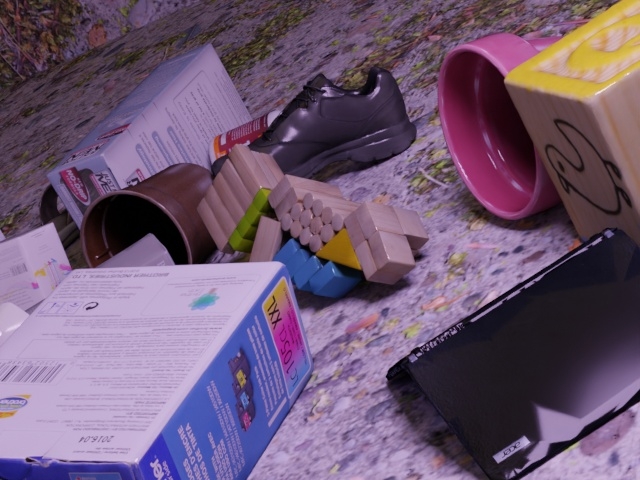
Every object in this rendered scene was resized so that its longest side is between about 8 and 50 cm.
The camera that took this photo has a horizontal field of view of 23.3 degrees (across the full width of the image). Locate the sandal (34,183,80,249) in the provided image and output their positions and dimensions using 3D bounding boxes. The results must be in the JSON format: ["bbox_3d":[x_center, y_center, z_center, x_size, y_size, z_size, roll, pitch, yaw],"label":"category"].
[{"bbox_3d":[-0.418,-0.055,2.537,0.120,0.086,0.303,-10,27,43],"label":"sandal"}]

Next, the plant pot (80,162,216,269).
[{"bbox_3d":[-0.208,-0.020,2.067,0.167,0.167,0.165,-17,16,31],"label":"plant pot"}]

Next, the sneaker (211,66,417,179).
[{"bbox_3d":[-0.017,-0.153,2.093,0.286,0.130,0.109,-20,23,-12],"label":"sneaker"}]

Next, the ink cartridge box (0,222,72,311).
[{"bbox_3d":[-0.405,0.063,2.164,0.092,0.143,0.090,-17,8,27],"label":"ink cartridge box"}]

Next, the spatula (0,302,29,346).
[{"bbox_3d":[-0.369,0.197,1.734,0.242,0.168,0.019,-53,-14,-19],"label":"spatula"}]

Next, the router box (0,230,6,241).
[{"bbox_3d":[-0.570,0.069,2.121,0.082,0.301,0.335,-13,26,40],"label":"router box"}]

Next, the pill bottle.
[{"bbox_3d":[-0.081,-0.139,2.281,0.152,0.086,0.086,-23,20,19],"label":"pill bottle"}]

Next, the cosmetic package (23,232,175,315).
[{"bbox_3d":[-0.262,0.110,1.856,0.238,0.127,0.107,-33,21,-5],"label":"cosmetic package"}]

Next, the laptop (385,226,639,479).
[{"bbox_3d":[0.199,0.105,1.394,0.234,0.137,0.264,-31,-6,-7],"label":"laptop"}]

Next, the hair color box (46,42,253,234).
[{"bbox_3d":[-0.235,-0.124,2.305,0.113,0.185,0.374,-17,23,31],"label":"hair color box"}]

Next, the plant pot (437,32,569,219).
[{"bbox_3d":[0.254,-0.142,1.694,0.180,0.201,0.201,-20,15,-22],"label":"plant pot"}]

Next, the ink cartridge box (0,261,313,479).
[{"bbox_3d":[-0.209,0.184,1.490,0.270,0.151,0.395,-3,28,27],"label":"ink cartridge box"}]

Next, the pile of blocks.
[{"bbox_3d":[0.000,0.000,1.818,0.112,0.149,0.362,11,9,-40],"label":"pile of blocks"}]

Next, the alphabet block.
[{"bbox_3d":[0.325,-0.112,1.478,0.193,0.197,0.192,-33,19,-11],"label":"alphabet block"}]
